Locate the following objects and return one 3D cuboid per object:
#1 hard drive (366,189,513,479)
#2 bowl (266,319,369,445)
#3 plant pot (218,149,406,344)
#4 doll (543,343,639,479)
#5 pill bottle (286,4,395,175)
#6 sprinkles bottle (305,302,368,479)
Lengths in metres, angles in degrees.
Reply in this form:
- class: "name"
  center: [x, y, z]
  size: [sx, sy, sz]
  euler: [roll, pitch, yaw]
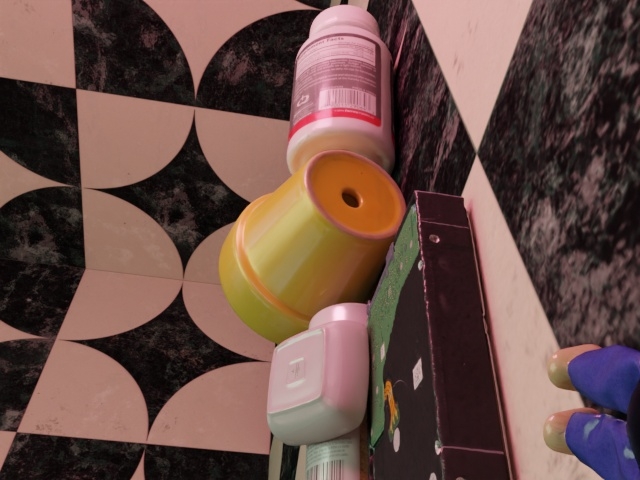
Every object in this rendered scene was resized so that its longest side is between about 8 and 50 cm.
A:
- class: "hard drive"
  center: [0.101, 0.151, 0.641]
  size: [0.237, 0.064, 0.339]
  euler: [106, 169, -49]
- class: "bowl"
  center: [-0.012, 0.165, 0.771]
  size: [0.142, 0.053, 0.142]
  euler: [-27, 45, 36]
- class: "plant pot"
  center: [0.000, 0.000, 0.972]
  size: [0.239, 0.253, 0.254]
  euler: [126, 154, -46]
- class: "doll"
  center: [0.162, 0.080, 0.288]
  size: [0.189, 0.046, 0.129]
  euler: [146, 130, -81]
- class: "pill bottle"
  center: [0.039, -0.249, 1.103]
  size: [0.176, 0.176, 0.319]
  euler: [108, 167, -57]
- class: "sprinkles bottle"
  center: [0.039, 0.253, 0.789]
  size: [0.121, 0.121, 0.356]
  euler: [106, 169, -50]
